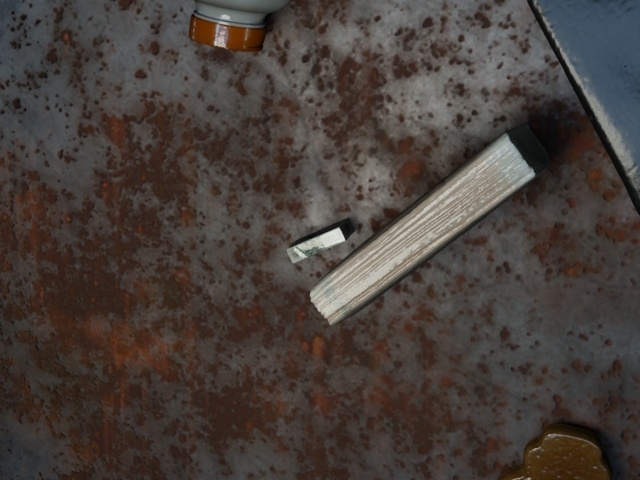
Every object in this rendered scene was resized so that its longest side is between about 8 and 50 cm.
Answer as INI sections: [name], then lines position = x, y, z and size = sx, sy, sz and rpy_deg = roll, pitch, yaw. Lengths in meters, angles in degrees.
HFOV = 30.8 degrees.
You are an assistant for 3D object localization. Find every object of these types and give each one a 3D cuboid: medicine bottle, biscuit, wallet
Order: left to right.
[medicine bottle]
position = -0.096, -0.386, 1.444
size = 0.156, 0.157, 0.289
rpy_deg = 14, 108, 12
[biscuit]
position = 0.322, 0.389, 1.593
size = 0.185, 0.044, 0.295
rpy_deg = 15, 109, 8
[wallet]
position = 0.398, -0.202, 1.416
size = 0.170, 0.044, 0.321
rpy_deg = -27, 92, 20

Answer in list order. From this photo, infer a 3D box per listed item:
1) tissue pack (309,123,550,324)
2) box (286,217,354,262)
[tissue pack]
position = 0.139, -0.020, 1.469
size = 0.325, 0.170, 0.071
rpy_deg = -38, 88, 22
[box]
position = 0.000, 0.000, 1.574
size = 0.083, 0.054, 0.024
rpy_deg = -23, 100, 20
